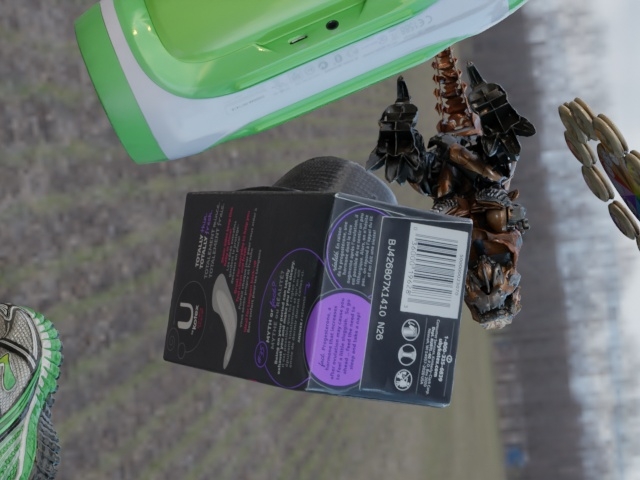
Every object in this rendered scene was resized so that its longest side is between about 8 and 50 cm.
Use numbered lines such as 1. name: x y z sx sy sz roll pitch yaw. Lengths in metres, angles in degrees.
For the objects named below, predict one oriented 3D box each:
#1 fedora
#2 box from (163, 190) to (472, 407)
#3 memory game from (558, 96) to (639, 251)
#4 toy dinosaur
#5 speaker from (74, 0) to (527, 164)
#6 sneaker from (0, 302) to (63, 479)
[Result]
1. fedora: 0.000 0.000 1.988 0.152 0.334 0.334 -60 154 -32
2. box: -0.009 0.047 1.357 0.270 0.143 0.165 4 -95 59
3. memory game: 0.240 -0.033 1.204 0.186 0.012 0.186 55 -2 3
4. toy dinosaur: 0.143 -0.071 1.652 0.322 0.164 0.218 59 1 29
5. speaker: -0.010 -0.158 1.060 0.131 0.297 0.131 -23 90 -89
6. sneaker: -0.402 0.185 1.899 0.146 0.134 0.343 28 25 -27
